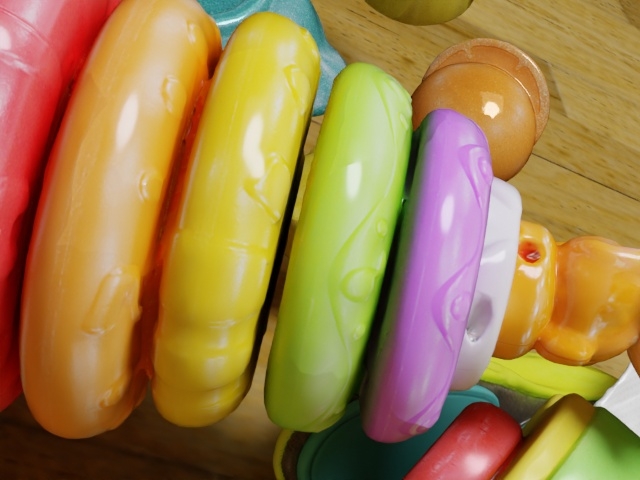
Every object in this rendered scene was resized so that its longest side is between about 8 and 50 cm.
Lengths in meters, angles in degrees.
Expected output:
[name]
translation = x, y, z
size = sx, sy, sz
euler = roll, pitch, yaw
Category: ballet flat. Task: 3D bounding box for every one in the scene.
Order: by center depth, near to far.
[ballet flat]
translation = 0.055, 0.074, 0.559
size = 0.231, 0.077, 0.077
euler = 8, 24, -42

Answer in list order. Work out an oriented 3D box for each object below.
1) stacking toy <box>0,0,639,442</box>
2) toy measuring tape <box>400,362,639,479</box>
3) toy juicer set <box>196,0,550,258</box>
[stacking toy]
translation = 0.000, 0.000, 0.409
size = 0.302, 0.165, 0.175
euler = 12, 43, 0
[toy measuring tape]
translation = 0.113, 0.072, 0.468
size = 0.121, 0.121, 0.330
euler = 44, 63, 5
[toy juicer set]
translation = -0.052, -0.066, 0.599
size = 0.329, 0.089, 0.209
euler = -9, 63, -18
